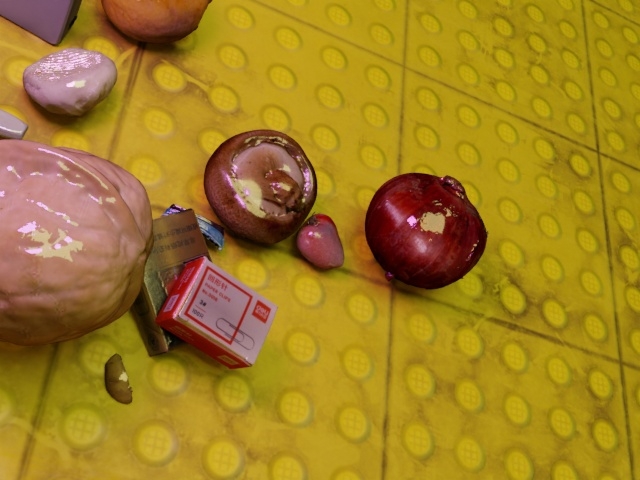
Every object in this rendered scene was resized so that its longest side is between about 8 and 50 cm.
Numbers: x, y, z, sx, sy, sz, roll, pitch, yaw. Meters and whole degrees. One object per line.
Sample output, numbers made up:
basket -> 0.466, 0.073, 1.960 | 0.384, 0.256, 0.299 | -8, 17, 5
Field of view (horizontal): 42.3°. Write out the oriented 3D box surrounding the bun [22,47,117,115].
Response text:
bun -> -0.490, -0.304, 1.632 | 0.183, 0.102, 0.183 | -1, 38, 1

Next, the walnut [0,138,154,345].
walnut -> -0.457, 0.002, 1.323 | 0.381, 0.381, 0.381 | 14, 58, -23

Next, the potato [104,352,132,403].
potato -> -0.359, 0.242, 1.447 | 0.036, 0.037, 0.093 | -13, 72, -30

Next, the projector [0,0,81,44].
projector -> -0.598, -0.534, 1.639 | 0.257, 0.192, 0.099 | 29, 54, -13

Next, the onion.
onion -> 0.232, -0.026, 1.802 | 0.276, 0.276, 0.276 | 14, 58, -23

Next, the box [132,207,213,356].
box -> -0.274, 0.075, 1.537 | 0.159, 0.071, 0.240 | -18, 88, -39

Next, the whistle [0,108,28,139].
whistle -> -0.658, -0.247, 1.510 | 0.244, 0.092, 0.110 | 24, 53, -15

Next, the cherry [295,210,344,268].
cherry -> -0.005, 0.003, 1.749 | 0.106, 0.087, 0.126 | -14, 90, -55

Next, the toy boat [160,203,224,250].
toy boat -> -0.253, -0.021, 1.643 | 0.137, 0.060, 0.060 | 25, 81, -13

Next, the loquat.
loquat -> -0.358, -0.535, 1.778 | 0.238, 0.193, 0.238 | 18, 50, -22

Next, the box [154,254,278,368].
box -> -0.183, 0.131, 1.480 | 0.182, 0.099, 0.133 | 38, 59, -23

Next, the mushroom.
mushroom -> -0.123, -0.110, 1.703 | 0.253, 0.153, 0.253 | 13, 60, -25
